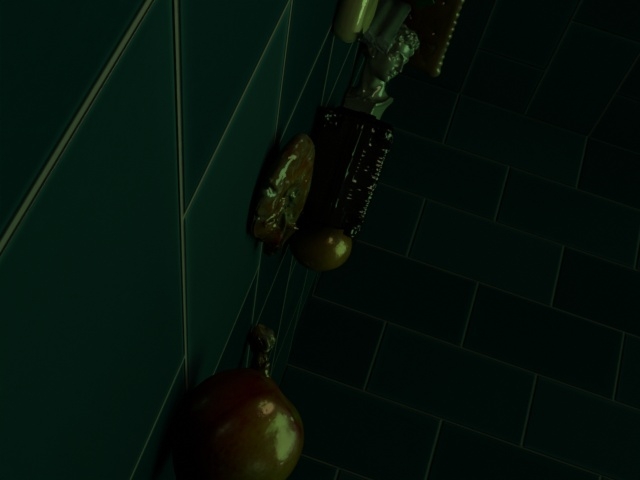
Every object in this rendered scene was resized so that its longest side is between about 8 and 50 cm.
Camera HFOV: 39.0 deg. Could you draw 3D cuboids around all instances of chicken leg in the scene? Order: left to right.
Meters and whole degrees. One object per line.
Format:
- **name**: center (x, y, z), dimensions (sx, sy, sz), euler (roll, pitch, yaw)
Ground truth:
- **chicken leg**: center (-0.130, 0.290, 1.882), dimensions (0.087, 0.107, 0.252), euler (-31, 135, -58)

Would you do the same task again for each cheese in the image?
- **cheese**: center (0.080, -0.453, 1.474), dimensions (0.127, 0.054, 0.252), euler (-65, 172, -57)

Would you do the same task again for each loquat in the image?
- **loquat**: center (0.000, 0.000, 1.977), dimensions (0.141, 0.141, 0.141), euler (19, 90, -87)

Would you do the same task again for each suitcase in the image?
- **suitcase**: center (0.048, -0.155, 1.857), dimensions (0.335, 0.152, 0.230), euler (-65, 175, -79)

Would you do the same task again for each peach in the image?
- **peach**: center (-0.125, 0.280, 1.275), dimensions (0.197, 0.197, 0.197), euler (19, 90, -87)

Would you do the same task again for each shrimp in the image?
- **shrimp**: center (-0.066, -0.050, 1.384), dimensions (0.154, 0.062, 0.294), euler (-55, 166, -29)

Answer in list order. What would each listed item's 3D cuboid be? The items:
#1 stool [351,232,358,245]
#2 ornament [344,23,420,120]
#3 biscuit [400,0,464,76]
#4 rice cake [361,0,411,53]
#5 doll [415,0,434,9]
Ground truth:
- **stool**: center (0.047, -0.095, 2.170), dimensions (0.232, 0.141, 0.232), euler (19, 90, -87)
- **ornament**: center (0.129, -0.386, 2.151), dimensions (0.285, 0.130, 0.120), euler (-64, 162, 17)
- **biscuit**: center (0.231, -0.556, 2.118), dimensions (0.044, 0.217, 0.325), euler (-39, 157, -40)
- **rice cake**: center (0.144, -0.490, 2.030), dimensions (0.226, 0.085, 0.040), euler (-65, 177, -49)
- **doll**: center (0.184, -0.578, 1.906), dimensions (0.186, 0.106, 0.134), euler (3, 73, -69)
